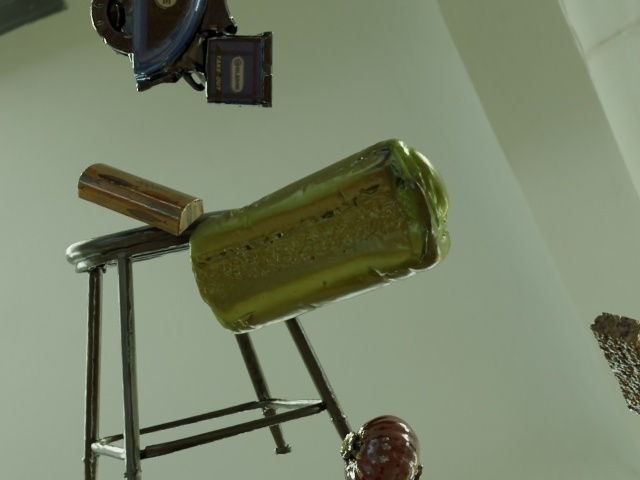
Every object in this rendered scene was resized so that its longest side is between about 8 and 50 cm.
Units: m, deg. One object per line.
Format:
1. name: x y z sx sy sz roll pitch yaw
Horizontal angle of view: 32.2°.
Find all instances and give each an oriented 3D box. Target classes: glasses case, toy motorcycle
1. glasses case: -0.249 -0.063 1.530 0.170 0.064 0.041 20 -51 21
2. toy motorcycle: -0.132 -0.321 1.173 0.213 0.125 0.358 1 -84 -5

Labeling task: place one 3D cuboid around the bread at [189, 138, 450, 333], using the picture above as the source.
1. bread: 0.000 0.000 1.406 0.384 0.112 0.166 -22 -93 34

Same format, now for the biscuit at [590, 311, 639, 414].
1. biscuit: 0.373 0.153 1.296 0.064 0.034 0.199 11 -31 39

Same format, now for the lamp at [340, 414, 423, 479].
1. lamp: 0.067 0.241 1.214 0.090 0.101 0.101 24 -63 -10

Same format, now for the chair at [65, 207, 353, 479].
1. chair: -0.196 0.176 1.671 0.365 0.362 0.409 -12 -92 -23
